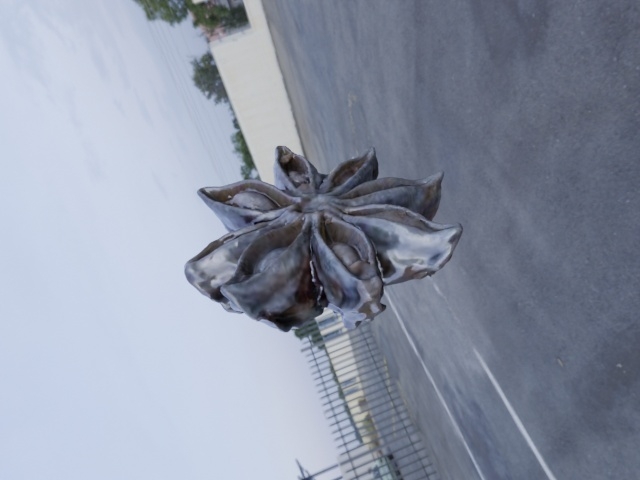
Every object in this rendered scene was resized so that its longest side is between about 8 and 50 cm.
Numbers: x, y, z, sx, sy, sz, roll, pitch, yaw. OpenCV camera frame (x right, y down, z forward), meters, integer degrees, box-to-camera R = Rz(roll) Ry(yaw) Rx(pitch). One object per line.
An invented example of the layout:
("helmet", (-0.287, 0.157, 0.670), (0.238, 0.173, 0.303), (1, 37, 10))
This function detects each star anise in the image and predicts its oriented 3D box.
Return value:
("star anise", (-0.001, 0.000, 0.404), (0.223, 0.235, 0.109), (-84, -10, -49))
